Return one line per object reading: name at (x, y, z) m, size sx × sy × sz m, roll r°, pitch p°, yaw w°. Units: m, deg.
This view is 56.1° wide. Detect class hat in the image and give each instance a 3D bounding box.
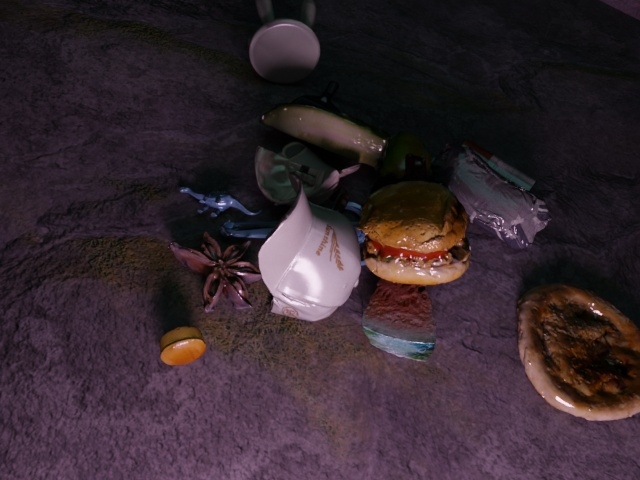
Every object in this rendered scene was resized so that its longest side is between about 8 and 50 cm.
hat at (-0.031, -0.147, 1.440) m, size 0.219 × 0.164 × 0.226 m, roll 23°, pitch 5°, yaw 26°
hat at (-0.006, 0.001, 1.185) m, size 0.167 × 0.301 × 0.258 m, roll 8°, pitch 61°, yaw 13°

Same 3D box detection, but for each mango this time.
mango at (0.225, -0.212, 1.559) m, size 0.125 × 0.111 × 0.233 m, roll 35°, pitch 36°, yaw -4°

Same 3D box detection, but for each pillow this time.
pillow at (0.422, -0.115, 1.535) m, size 0.335 × 0.092 × 0.162 m, roll 37°, pitch 81°, yaw 13°

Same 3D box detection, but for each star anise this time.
star anise at (-0.196, 0.064, 1.223) m, size 0.171 × 0.063 × 0.208 m, roll -16°, pitch 55°, yaw -33°

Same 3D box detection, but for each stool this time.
stool at (-0.104, -0.576, 1.686) m, size 0.195 × 0.195 × 0.199 m, roll 6°, pitch 49°, yaw -14°

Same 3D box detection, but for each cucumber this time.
cucumber at (0.016, -0.283, 1.514) m, size 0.325 × 0.105 × 0.145 m, roll 19°, pitch 16°, yaw 2°

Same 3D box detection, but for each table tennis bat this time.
table tennis bat at (-0.001, -0.371, 1.667) m, size 0.150 × 0.027 × 0.236 m, roll 25°, pitch 51°, yaw 2°

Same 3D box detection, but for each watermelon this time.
watermelon at (0.174, 0.135, 1.282) m, size 0.153 × 0.095 × 0.241 m, roll 14°, pitch 47°, yaw 5°

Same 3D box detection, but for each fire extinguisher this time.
fire extinguisher at (0.045, -0.099, 1.410) m, size 0.046 × 0.032 × 0.100 m, roll 35°, pitch 46°, yaw -9°

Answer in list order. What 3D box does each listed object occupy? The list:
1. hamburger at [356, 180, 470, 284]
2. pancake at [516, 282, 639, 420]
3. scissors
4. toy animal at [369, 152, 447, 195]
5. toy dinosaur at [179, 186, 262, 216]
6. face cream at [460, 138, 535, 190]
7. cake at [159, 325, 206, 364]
hamburger at (0.200, -0.010, 1.280) m, size 0.244 × 0.163 × 0.244 m, roll -6°, pitch 36°, yaw 4°
pancake at (0.595, 0.236, 1.345) m, size 0.355 × 0.065 × 0.356 m, roll 9°, pitch 47°, yaw -9°
scissors at (-0.034, -0.017, 1.359) m, size 0.392 × 0.032 × 0.180 m, roll 0°, pitch 50°, yaw -20°
toy animal at (0.212, -0.104, 1.408) m, size 0.218 × 0.180 × 0.116 m, roll 13°, pitch 33°, yaw 19°
toy dinosaur at (-0.228, -0.086, 1.336) m, size 0.197 × 0.045 × 0.080 m, roll 15°, pitch 32°, yaw 7°
face cream at (0.459, -0.179, 1.616) m, size 0.214 × 0.096 × 0.096 m, roll 35°, pitch 50°, yaw 11°
cake at (-0.249, 0.192, 1.084) m, size 0.084 × 0.084 × 0.044 m, roll -8°, pitch 52°, yaw -24°
